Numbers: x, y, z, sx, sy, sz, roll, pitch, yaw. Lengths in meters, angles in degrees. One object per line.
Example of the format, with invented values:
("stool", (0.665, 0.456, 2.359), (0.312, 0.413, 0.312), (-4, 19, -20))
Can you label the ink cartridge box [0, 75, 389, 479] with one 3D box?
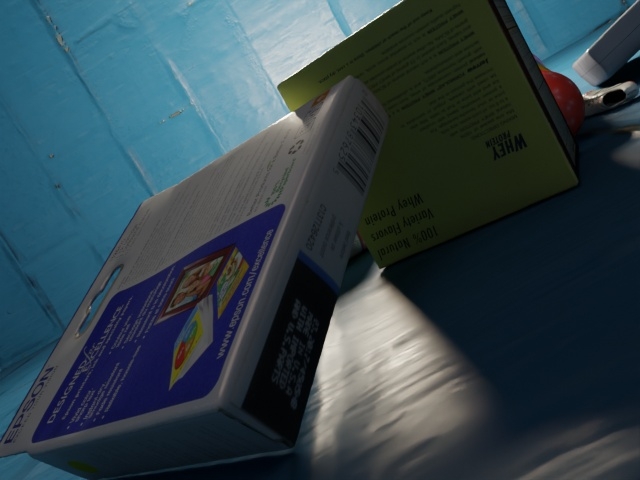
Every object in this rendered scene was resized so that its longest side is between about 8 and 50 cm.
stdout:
("ink cartridge box", (-0.103, 0.036, 0.493), (0.307, 0.072, 0.303), (-25, 35, 40))

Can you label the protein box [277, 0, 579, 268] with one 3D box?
("protein box", (0.109, -0.116, 0.576), (0.200, 0.201, 0.136), (-26, 8, 30))

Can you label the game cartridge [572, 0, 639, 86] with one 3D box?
("game cartridge", (0.466, -0.318, 0.887), (0.198, 0.062, 0.297), (-52, -8, 28))

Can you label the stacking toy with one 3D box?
("stacking toy", (0.253, -0.182, 0.771), (0.141, 0.141, 0.330), (-28, 11, 14))

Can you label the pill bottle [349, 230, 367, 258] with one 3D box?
("pill bottle", (-0.035, 0.002, 0.712), (0.180, 0.108, 0.108), (-30, 7, -5))

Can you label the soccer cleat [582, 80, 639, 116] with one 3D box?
("soccer cleat", (0.335, -0.166, 0.716), (0.035, 0.029, 0.083), (-30, 11, -36))
